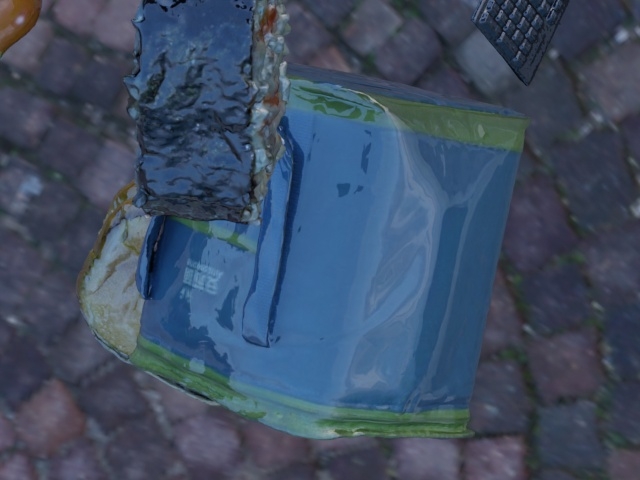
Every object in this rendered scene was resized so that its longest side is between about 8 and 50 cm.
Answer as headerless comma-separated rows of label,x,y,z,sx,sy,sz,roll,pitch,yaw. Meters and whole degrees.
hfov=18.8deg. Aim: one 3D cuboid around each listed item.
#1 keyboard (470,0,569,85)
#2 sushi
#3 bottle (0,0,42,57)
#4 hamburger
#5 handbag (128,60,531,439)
keyboard,0.141,-0.185,1.100,0.010,0.063,0.198,6,61,44
sushi,-0.055,-0.079,0.988,0.078,0.150,0.090,7,37,6
bottle,-0.176,-0.124,0.976,0.187,0.069,0.069,-38,65,9
hamburger,-0.102,0.031,1.857,0.245,0.260,0.211,-16,30,24
handbag,0.000,0.000,1.370,0.263,0.222,0.241,15,96,48
